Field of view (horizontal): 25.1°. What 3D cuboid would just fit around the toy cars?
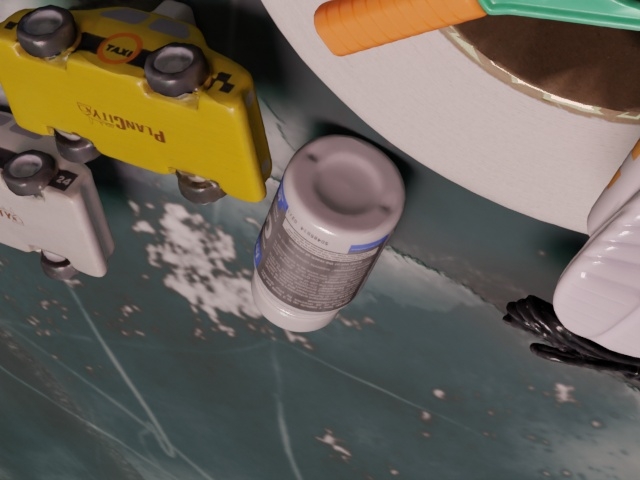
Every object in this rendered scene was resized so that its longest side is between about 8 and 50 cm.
[{"bbox_3d":[-0.160,-0.073,0.949,0.176,0.087,0.393,47,145,-16],"label":"toy cars"}]

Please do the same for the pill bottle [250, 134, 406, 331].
[{"bbox_3d":[0.000,0.000,0.926,0.078,0.078,0.137,28,145,2],"label":"pill bottle"}]

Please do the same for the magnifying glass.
[{"bbox_3d":[0.090,-0.118,0.634,0.231,0.026,0.092,-8,131,43],"label":"magnifying glass"}]

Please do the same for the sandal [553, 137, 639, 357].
[{"bbox_3d":[0.201,-0.048,0.612,0.102,0.076,0.265,25,127,-18],"label":"sandal"}]

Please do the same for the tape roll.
[{"bbox_3d":[0.134,-0.150,0.646,0.392,0.072,0.392,20,145,14],"label":"tape roll"}]

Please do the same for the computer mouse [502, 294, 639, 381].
[{"bbox_3d":[0.230,0.056,0.756,0.188,0.072,0.272,14,161,-16],"label":"computer mouse"}]
